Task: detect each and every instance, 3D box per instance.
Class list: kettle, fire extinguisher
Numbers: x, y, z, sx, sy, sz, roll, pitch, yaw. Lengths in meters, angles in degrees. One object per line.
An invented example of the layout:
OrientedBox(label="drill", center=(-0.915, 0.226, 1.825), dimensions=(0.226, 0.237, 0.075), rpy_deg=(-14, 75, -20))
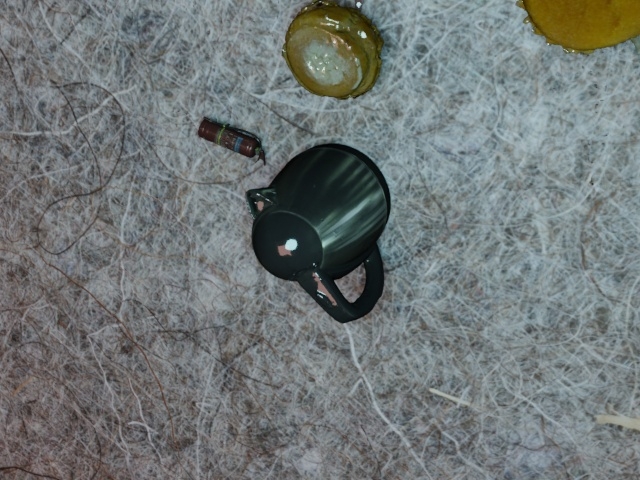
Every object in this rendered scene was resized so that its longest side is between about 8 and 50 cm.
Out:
OrientedBox(label="kettle", center=(-0.015, -0.007, 1.324), dimensions=(0.207, 0.271, 0.251), rpy_deg=(0, 111, 23))
OrientedBox(label="fire extinguisher", center=(-0.153, -0.180, 1.444), dimensions=(0.132, 0.039, 0.056), rpy_deg=(23, 128, 12))

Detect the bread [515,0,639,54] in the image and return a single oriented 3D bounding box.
OrientedBox(label="bread", center=(0.377, -0.399, 0.985), dimensions=(0.236, 0.183, 0.389), rpy_deg=(29, 144, 16))

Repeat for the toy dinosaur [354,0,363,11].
OrientedBox(label="toy dinosaur", center=(0.047, -0.452, 1.246), dimensions=(0.108, 0.032, 0.220), rpy_deg=(7, 124, 16))

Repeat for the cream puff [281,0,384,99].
OrientedBox(label="cream puff", center=(0.024, -0.302, 1.271), dimensions=(0.150, 0.115, 0.165), rpy_deg=(-17, 114, 35))
